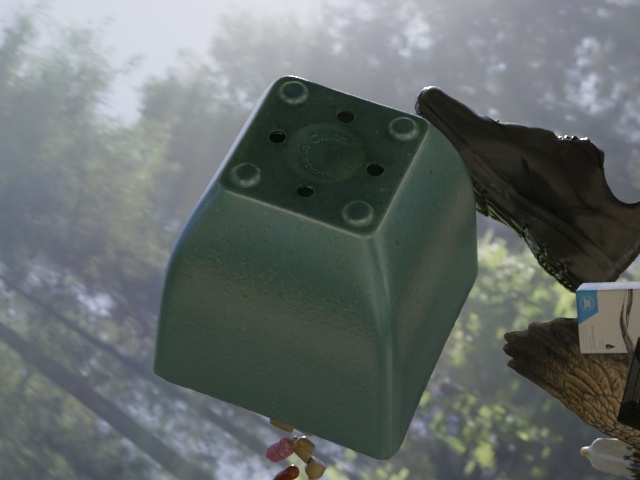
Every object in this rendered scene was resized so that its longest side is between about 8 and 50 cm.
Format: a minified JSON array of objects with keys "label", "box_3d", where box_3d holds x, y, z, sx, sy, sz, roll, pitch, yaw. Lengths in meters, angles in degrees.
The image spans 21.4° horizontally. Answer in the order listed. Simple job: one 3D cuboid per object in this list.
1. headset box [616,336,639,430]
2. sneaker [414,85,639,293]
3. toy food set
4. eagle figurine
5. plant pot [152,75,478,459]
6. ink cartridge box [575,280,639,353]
[{"label":"headset box","box_3d":[0.240,0.093,1.143,0.083,0.032,0.062,-10,-64,-52]},{"label":"sneaker","box_3d":[0.217,-0.068,1.724,0.130,0.286,0.109,-46,-12,-6]},{"label":"toy food set","box_3d":[-0.025,0.233,1.668,0.019,0.078,0.122,-18,-64,-48]},{"label":"eagle figurine","box_3d":[0.277,0.190,1.387,0.298,0.225,0.226,6,-122,-41]},{"label":"plant pot","box_3d":[0.000,0.000,1.523,0.252,0.248,0.247,91,-158,-53]},{"label":"ink cartridge box","box_3d":[0.229,0.055,1.221,0.028,0.083,0.048,-29,-66,-66]}]
